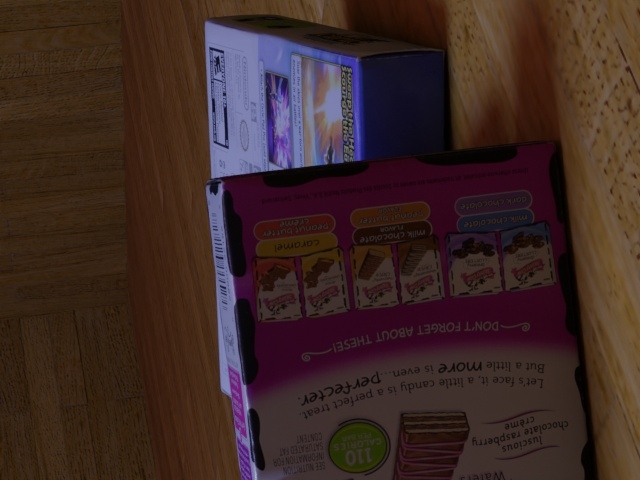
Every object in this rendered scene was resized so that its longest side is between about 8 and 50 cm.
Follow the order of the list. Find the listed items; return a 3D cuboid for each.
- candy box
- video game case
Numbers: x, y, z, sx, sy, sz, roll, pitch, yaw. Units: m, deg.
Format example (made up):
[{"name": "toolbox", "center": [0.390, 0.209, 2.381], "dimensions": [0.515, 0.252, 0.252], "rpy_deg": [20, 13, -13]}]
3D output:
[{"name": "candy box", "center": [0.039, 0.077, 0.748], "dimensions": [0.071, 0.159, 0.233], "rpy_deg": [-177, 81, -80]}, {"name": "video game case", "center": [0.000, 0.000, 1.012], "dimensions": [0.244, 0.061, 0.269], "rpy_deg": [-152, 57, -63]}]
